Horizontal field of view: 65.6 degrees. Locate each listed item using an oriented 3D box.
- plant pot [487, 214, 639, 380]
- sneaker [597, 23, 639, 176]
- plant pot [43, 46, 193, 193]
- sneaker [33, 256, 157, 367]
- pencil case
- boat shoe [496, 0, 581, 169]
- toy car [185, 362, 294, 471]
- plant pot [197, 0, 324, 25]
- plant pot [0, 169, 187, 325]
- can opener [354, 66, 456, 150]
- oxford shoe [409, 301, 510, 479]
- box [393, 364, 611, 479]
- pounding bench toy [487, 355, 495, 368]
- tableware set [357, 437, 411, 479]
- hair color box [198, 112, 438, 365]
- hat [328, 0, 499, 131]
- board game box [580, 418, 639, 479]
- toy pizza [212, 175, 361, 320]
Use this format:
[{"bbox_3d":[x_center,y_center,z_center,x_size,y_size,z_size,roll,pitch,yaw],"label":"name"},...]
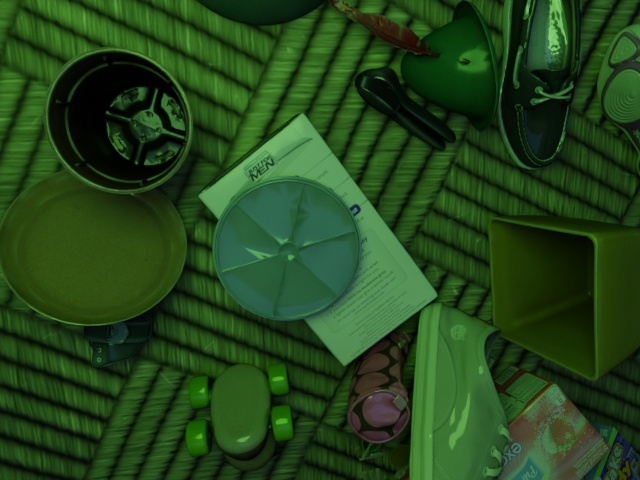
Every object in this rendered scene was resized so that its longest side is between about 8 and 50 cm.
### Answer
[{"bbox_3d":[0.414,0.060,0.786,0.187,0.212,0.212,-12,103,-19],"label":"plant pot"},{"bbox_3d":[0.558,-0.215,0.804,0.152,0.114,0.305,-39,109,-13],"label":"sneaker"},{"bbox_3d":[-0.245,-0.154,0.655,0.167,0.165,0.167,-2,102,-9],"label":"plant pot"},{"bbox_3d":[-0.357,0.100,0.730,0.226,0.086,0.163,10,97,-11],"label":"sneaker"},{"bbox_3d":[0.094,0.210,0.757,0.098,0.209,0.095,-28,101,14],"label":"pencil case"},{"bbox_3d":[0.336,-0.256,0.757,0.114,0.091,0.302,-12,103,-6],"label":"boat shoe"},{"bbox_3d":[-0.117,0.309,0.809,0.155,0.149,0.188,-8,131,-3],"label":"toy car"},{"bbox_3d":[-0.076,-0.437,0.607,0.290,0.195,0.290,-2,102,-8],"label":"plant pot"},{"bbox_3d":[-0.308,0.006,0.689,0.236,0.032,0.236,10,63,-20],"label":"plant pot"},{"bbox_3d":[0.128,-0.196,0.761,0.186,0.059,0.073,31,69,-22],"label":"can opener"},{"bbox_3d":[0.191,0.299,0.677,0.130,0.169,0.449,1,64,17],"label":"oxford shoe"},{"bbox_3d":[0.288,0.367,0.818,0.300,0.154,0.142,-41,90,-6],"label":"box"},{"bbox_3d":[0.249,0.183,0.847,0.083,0.065,0.052,33,95,-12],"label":"pounding bench toy"},{"bbox_3d":[0.121,0.387,0.892,0.104,0.024,0.154,-9,102,-7],"label":"tableware set"},{"bbox_3d":[0.000,0.000,0.753,0.185,0.110,0.339,-37,106,3],"label":"hair color box"},{"bbox_3d":[0.126,-0.234,0.705,0.183,0.208,0.173,-12,145,1],"label":"hat"},{"bbox_3d":[0.464,0.525,0.861,0.233,0.078,0.347,43,69,-21],"label":"board game box"},{"bbox_3d":[-0.045,0.012,0.679,0.201,0.032,0.201,-1,102,-5],"label":"toy pizza"}]
